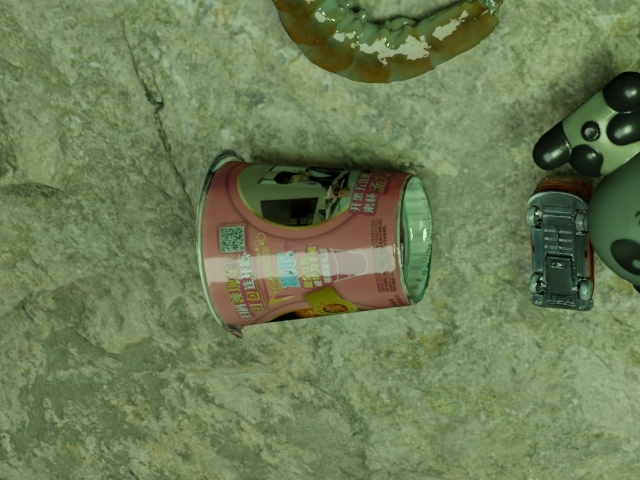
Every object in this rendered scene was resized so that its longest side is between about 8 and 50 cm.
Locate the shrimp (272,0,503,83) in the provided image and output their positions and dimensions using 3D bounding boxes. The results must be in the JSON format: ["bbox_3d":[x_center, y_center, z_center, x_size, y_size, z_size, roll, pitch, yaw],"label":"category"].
[{"bbox_3d":[0.055,-0.259,1.393,0.287,0.068,0.185,21,133,9],"label":"shrimp"}]

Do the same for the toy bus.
[{"bbox_3d":[0.292,-0.001,1.463,0.079,0.077,0.174,6,126,23],"label":"toy bus"}]

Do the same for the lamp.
[{"bbox_3d":[0.365,-0.059,1.322,0.244,0.198,0.198,48,131,-1],"label":"lamp"}]

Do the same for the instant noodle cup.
[{"bbox_3d":[0.000,0.000,1.530,0.255,0.244,0.243,0,124,19],"label":"instant noodle cup"}]
